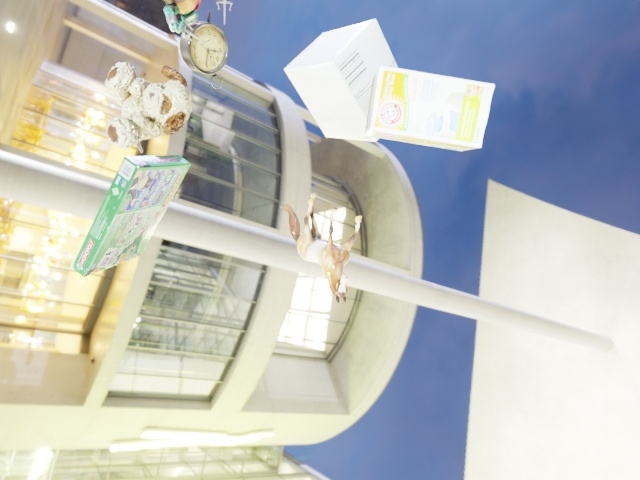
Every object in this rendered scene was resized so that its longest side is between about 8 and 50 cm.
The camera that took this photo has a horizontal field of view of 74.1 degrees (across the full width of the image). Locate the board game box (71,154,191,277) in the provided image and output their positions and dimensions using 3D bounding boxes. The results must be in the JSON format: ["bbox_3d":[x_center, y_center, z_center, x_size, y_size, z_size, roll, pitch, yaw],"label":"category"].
[{"bbox_3d":[-0.466,-0.068,1.058,0.317,0.046,0.213,-55,176,17],"label":"board game box"}]

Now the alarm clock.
[{"bbox_3d":[-0.315,-0.512,1.171,0.064,0.192,0.129,26,-123,36],"label":"alarm clock"}]

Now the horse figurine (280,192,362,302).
[{"bbox_3d":[0.000,0.000,0.929,0.263,0.066,0.175,31,-62,47],"label":"horse figurine"}]

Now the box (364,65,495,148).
[{"bbox_3d":[0.190,-0.236,0.778,0.103,0.202,0.114,-87,-173,-82],"label":"box"}]

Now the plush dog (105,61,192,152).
[{"bbox_3d":[-0.481,-0.386,1.252,0.225,0.210,0.263,-10,-103,18],"label":"plush dog"}]

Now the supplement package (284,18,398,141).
[{"bbox_3d":[0.065,-0.357,0.973,0.149,0.203,0.194,-49,-144,-15],"label":"supplement package"}]

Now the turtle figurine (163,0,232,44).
[{"bbox_3d":[-0.299,-0.542,0.938,0.175,0.118,0.234,-59,167,-13],"label":"turtle figurine"}]
